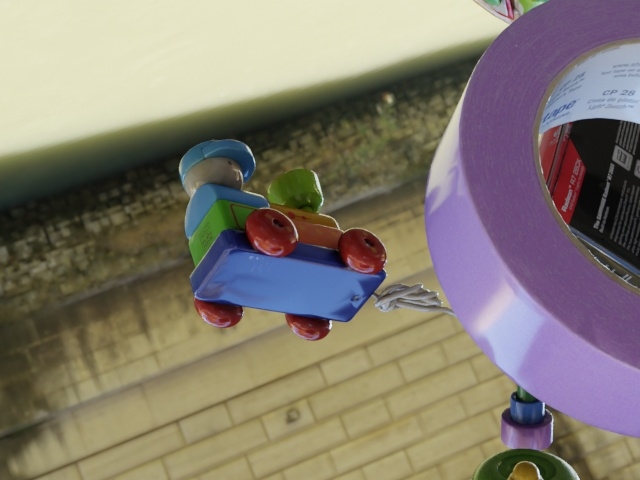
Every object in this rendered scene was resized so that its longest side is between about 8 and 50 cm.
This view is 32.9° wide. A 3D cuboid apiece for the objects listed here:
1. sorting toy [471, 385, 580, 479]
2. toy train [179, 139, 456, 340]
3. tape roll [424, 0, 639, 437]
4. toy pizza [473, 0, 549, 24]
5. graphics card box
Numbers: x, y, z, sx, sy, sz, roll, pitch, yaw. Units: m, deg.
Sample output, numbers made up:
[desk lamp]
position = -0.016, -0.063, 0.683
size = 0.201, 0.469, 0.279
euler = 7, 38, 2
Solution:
[sorting toy]
position = 0.233, 0.244, 1.224
size = 0.127, 0.126, 0.365
euler = 1, -161, 11
[toy train]
position = 0.000, 0.000, 0.907
size = 0.248, 0.143, 0.105
euler = 11, 131, -35
[tape roll]
position = 0.207, -0.022, 0.666
size = 0.275, 0.275, 0.090
euler = -20, 158, -18
[toy pizza]
position = 0.131, -0.210, 0.781
size = 0.032, 0.201, 0.201
euler = -48, 177, -12
[graphics card box]
position = 0.378, -0.002, 1.134
size = 0.094, 0.371, 0.232
euler = -47, -164, 52
